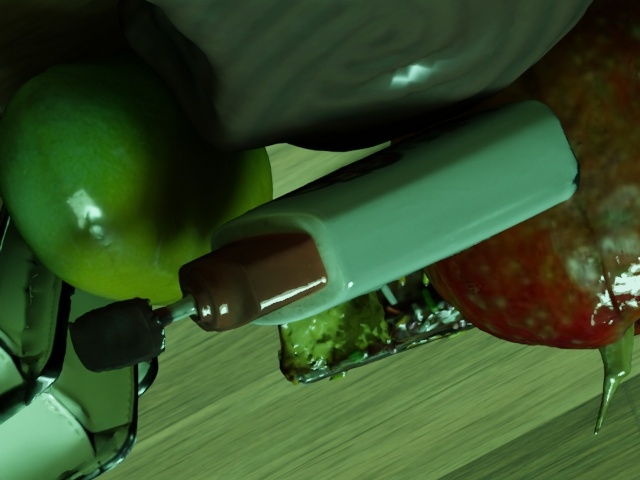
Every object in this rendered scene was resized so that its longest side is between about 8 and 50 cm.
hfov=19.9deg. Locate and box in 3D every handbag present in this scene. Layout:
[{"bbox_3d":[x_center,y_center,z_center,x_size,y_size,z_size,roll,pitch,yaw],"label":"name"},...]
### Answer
[{"bbox_3d":[-0.281,0.116,1.144,0.358,0.237,0.160,-34,119,17],"label":"handbag"}]

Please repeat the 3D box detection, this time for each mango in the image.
[{"bbox_3d":[-0.105,-0.038,1.073,0.114,0.156,0.251,-2,-179,16],"label":"mango"}]

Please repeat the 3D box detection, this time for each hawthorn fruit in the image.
[{"bbox_3d":[0.175,-0.050,1.227,0.258,0.262,0.258,-25,144,-20],"label":"hawthorn fruit"}]

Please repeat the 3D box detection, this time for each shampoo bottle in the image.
[{"bbox_3d":[0.000,0.000,1.018,0.284,0.071,0.153,-23,-172,-28],"label":"shampoo bottle"}]

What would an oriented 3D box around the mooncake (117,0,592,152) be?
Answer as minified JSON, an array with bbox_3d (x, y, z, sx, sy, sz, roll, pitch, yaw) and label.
[{"bbox_3d":[0.005,-0.175,0.939,0.334,0.174,0.326,-10,152,-32],"label":"mooncake"}]

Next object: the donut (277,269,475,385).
[{"bbox_3d":[0.075,0.033,1.414,0.216,0.096,0.230,-17,173,-28],"label":"donut"}]
